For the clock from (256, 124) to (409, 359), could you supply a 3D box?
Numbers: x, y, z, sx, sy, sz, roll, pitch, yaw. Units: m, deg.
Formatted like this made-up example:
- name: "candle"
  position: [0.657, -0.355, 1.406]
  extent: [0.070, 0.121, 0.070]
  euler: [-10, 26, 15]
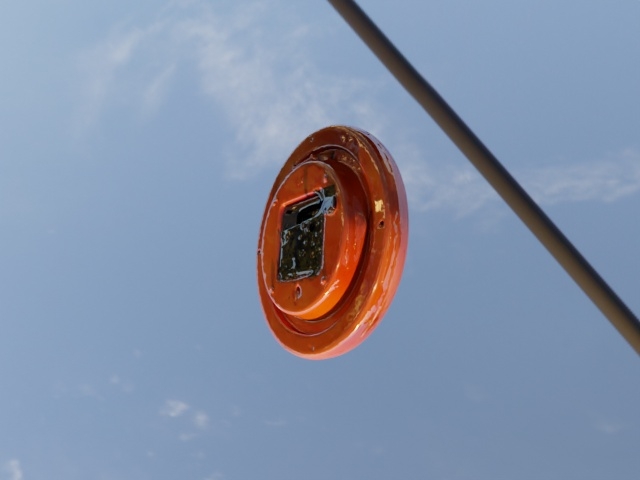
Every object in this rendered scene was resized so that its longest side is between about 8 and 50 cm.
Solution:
- name: "clock"
  position: [0.000, 0.000, 0.606]
  extent: [0.205, 0.051, 0.205]
  euler: [-21, -116, 54]
